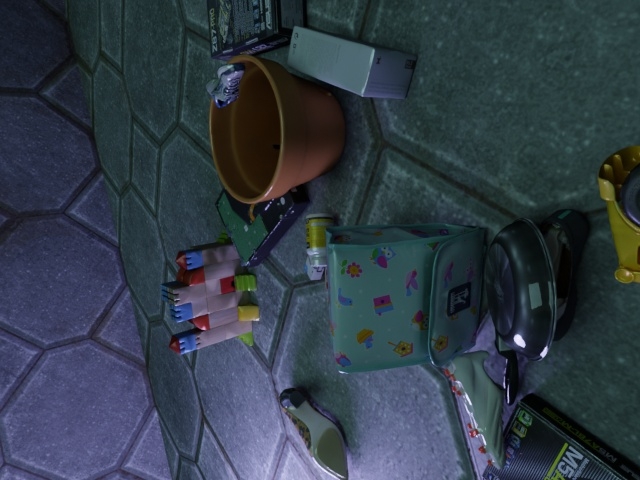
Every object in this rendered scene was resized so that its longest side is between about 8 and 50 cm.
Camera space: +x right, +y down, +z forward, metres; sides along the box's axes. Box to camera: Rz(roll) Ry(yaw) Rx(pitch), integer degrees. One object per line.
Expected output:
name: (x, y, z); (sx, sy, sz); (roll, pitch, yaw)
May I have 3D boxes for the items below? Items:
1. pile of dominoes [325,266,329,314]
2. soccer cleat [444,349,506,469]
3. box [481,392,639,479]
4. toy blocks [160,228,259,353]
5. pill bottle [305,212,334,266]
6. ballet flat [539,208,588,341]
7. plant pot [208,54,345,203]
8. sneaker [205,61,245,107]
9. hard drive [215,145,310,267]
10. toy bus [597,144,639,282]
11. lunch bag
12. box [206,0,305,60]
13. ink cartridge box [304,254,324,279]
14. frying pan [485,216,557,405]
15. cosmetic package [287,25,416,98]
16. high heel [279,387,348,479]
pile of dominoes: (0.042, 0.131, 0.946); (0.251, 0.040, 0.196); (141, 122, -67)
soccer cleat: (0.265, 0.269, 0.697); (0.068, 0.076, 0.196); (-121, 8, -84)
box: (0.363, 0.367, 0.677); (0.184, 0.045, 0.191); (38, 127, 43)
toy blocks: (-0.351, 0.161, 1.327); (0.190, 0.260, 0.382); (9, 105, 49)
pill bottle: (0.000, 0.000, 0.999); (0.065, 0.065, 0.117); (-12, 78, 51)
ballet flat: (0.326, 0.056, 0.627); (0.074, 0.074, 0.203); (21, 115, 46)
plant pot: (-0.085, -0.236, 0.951); (0.290, 0.203, 0.291); (16, 112, 47)
sneaker: (-0.175, -0.299, 0.854); (0.135, 0.052, 0.058); (-12, 99, 58)
hard drive: (-0.170, -0.103, 1.198); (0.339, 0.064, 0.237); (-47, 63, 44)
toy bus: (0.423, -0.005, 0.449); (0.220, 0.149, 0.212); (4, 115, 48)
lunch bag: (0.143, 0.086, 0.734); (0.160, 0.262, 0.224); (-101, 8, -76)
box: (-0.168, -0.655, 1.037); (0.318, 0.097, 0.395); (10, 107, 47)
ink cartridge box: (-0.010, 0.048, 1.059); (0.048, 0.028, 0.083); (55, 137, 45)
frying pan: (0.280, 0.105, 0.665); (0.326, 0.053, 0.197); (81, -172, -53)
cosmetic package: (0.052, -0.336, 0.830); (0.231, 0.117, 0.086); (40, 128, 40)
high heel: (-0.017, 0.508, 1.173); (0.261, 0.093, 0.186); (56, 160, 8)
